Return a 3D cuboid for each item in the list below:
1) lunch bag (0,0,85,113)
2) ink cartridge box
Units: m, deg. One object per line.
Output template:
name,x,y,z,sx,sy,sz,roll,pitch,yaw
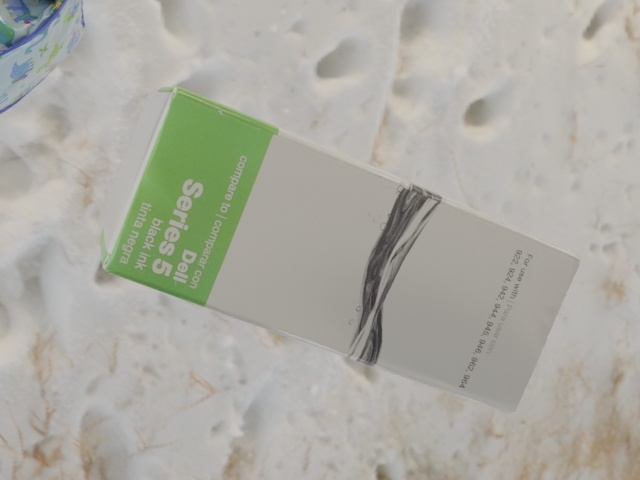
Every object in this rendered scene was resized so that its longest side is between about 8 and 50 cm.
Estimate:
lunch bag,-0.270,-0.174,0.808,0.151,0.129,0.096,-29,88,-17
ink cartridge box,0.000,0.000,0.642,0.273,0.198,0.115,22,93,-16
